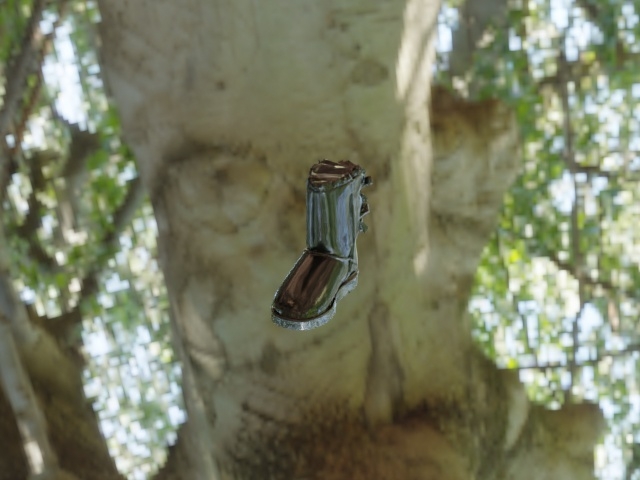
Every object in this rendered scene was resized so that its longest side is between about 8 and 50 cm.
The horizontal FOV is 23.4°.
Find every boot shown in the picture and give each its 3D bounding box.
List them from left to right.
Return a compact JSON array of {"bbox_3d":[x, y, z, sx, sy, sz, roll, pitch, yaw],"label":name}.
[{"bbox_3d":[0.000,0.000,1.129,0.045,0.099,0.121,13,-155,21],"label":"boot"}]
